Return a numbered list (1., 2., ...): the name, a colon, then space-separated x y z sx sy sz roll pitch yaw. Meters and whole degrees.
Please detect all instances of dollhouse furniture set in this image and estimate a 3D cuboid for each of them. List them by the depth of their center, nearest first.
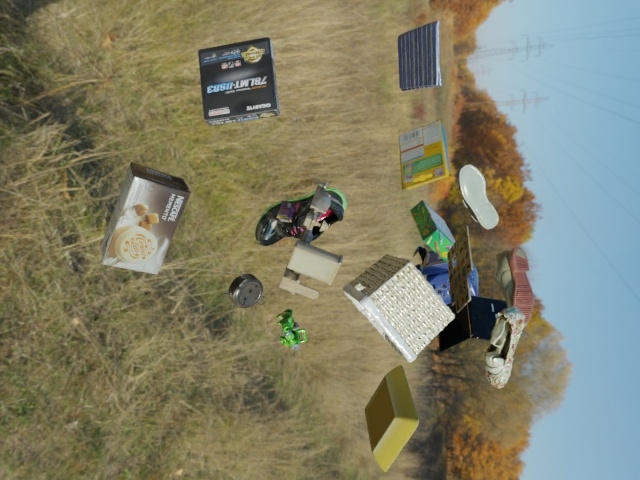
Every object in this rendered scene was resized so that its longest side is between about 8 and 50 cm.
1. dollhouse furniture set: 0.000 0.000 1.673 0.356 0.173 0.303 -73 -174 -53

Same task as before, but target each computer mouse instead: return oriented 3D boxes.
1. computer mouse: 0.491 0.152 2.212 0.262 0.060 0.184 -46 132 -35

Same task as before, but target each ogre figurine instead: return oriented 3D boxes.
1. ogre figurine: -0.108 0.326 1.595 0.118 0.096 0.197 69 -19 -6

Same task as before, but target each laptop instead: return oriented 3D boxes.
1. laptop: 0.639 0.357 1.830 0.234 0.263 0.137 -76 172 -49

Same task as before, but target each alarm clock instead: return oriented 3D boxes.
1. alarm clock: -0.272 0.205 1.694 0.129 0.064 0.192 -54 136 -3

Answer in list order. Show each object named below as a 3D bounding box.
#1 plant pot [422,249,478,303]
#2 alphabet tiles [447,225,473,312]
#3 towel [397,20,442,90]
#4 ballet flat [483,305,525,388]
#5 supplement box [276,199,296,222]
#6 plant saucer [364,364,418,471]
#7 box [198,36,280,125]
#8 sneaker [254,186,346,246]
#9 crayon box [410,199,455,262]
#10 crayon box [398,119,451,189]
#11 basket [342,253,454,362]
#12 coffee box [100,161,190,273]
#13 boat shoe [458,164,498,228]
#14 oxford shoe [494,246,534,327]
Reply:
1. plant pot: 0.625 0.157 2.139 0.212 0.235 0.236 66 27 -19
2. alphabet tiles: 0.453 0.103 1.423 0.198 0.009 0.238 98 -4 -61
3. towel: 0.416 -0.766 1.853 0.336 0.040 0.244 -138 -142 -67
4. ballet flat: 0.492 0.295 1.212 0.077 0.091 0.241 5 100 -31
5. supplement box: -0.144 -0.123 1.861 0.043 0.054 0.084 49 53 -57
6. plant saucer: 0.291 0.771 1.939 0.333 0.080 0.333 -97 -153 -62
7. box: -0.318 -0.618 1.714 0.073 0.295 0.294 34 50 -81
8. sneaker: -0.104 -0.089 2.048 0.185 0.482 0.202 52 22 -39
9. crayon box: 0.504 -0.046 1.943 0.165 0.081 0.279 39 23 -22
10. crayon box: 0.462 -0.363 1.957 0.083 0.202 0.323 40 44 -45
11. basket: 0.310 0.256 1.808 0.331 0.266 0.328 49 -5 -9
12. coffee box: -0.445 -0.052 1.111 0.247 0.141 0.098 -61 -143 17
13. boat shoe: 0.649 -0.185 1.854 0.303 0.114 0.091 63 0 -19
14. oxford shoe: 0.957 0.239 2.186 0.140 0.146 0.398 12 73 -29
